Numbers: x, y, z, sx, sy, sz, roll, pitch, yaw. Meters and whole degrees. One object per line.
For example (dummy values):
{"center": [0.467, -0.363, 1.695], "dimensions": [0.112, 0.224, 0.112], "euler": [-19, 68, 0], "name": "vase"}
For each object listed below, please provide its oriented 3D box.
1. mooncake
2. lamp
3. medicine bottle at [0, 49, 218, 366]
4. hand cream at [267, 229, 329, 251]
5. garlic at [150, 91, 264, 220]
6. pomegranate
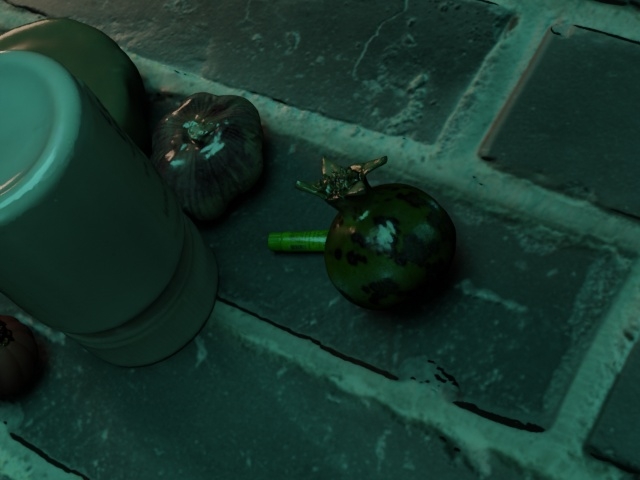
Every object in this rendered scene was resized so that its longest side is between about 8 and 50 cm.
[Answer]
{"center": [-0.341, -0.149, 1.593], "dimensions": [0.274, 0.135, 0.275], "euler": [-7, 61, 13], "name": "mooncake"}
{"center": [-0.383, 0.133, 1.478], "dimensions": [0.107, 0.092, 0.107], "euler": [6, 46, -7], "name": "lamp"}
{"center": [-0.263, -0.020, 1.348], "dimensions": [0.211, 0.371, 0.211], "euler": [-9, 61, 16], "name": "medicine bottle"}
{"center": [0.000, 0.000, 1.442], "dimensions": [0.122, 0.023, 0.036], "euler": [-2, 62, 20], "name": "hand cream"}
{"center": [-0.136, -0.109, 1.508], "dimensions": [0.147, 0.102, 0.159], "euler": [18, 70, 30], "name": "garlic"}
{"center": [0.067, -0.012, 1.340], "dimensions": [0.148, 0.169, 0.148], "euler": [-15, 21, 6], "name": "pomegranate"}
